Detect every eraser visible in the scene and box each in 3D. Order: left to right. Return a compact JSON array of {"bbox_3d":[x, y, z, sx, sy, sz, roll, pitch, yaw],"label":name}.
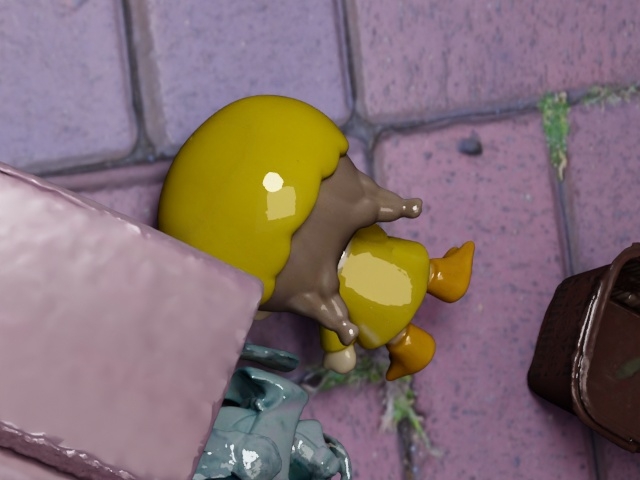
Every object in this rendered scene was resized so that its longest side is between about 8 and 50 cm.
[{"bbox_3d":[-0.259,0.085,1.337,0.359,0.122,0.272,27,76,-22],"label":"eraser"}]

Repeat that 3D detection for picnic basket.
[{"bbox_3d":[0.365,0.137,1.835,0.297,0.129,0.222,26,76,-30],"label":"picnic basket"}]

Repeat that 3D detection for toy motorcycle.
[{"bbox_3d":[-0.100,0.196,1.555,0.260,0.154,0.206,-19,78,-36],"label":"toy motorcycle"}]

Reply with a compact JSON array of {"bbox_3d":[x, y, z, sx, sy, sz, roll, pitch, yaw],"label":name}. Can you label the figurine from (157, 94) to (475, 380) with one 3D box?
[{"bbox_3d":[0.000,0.000,1.586,0.344,0.187,0.215,30,69,-34],"label":"figurine"}]
